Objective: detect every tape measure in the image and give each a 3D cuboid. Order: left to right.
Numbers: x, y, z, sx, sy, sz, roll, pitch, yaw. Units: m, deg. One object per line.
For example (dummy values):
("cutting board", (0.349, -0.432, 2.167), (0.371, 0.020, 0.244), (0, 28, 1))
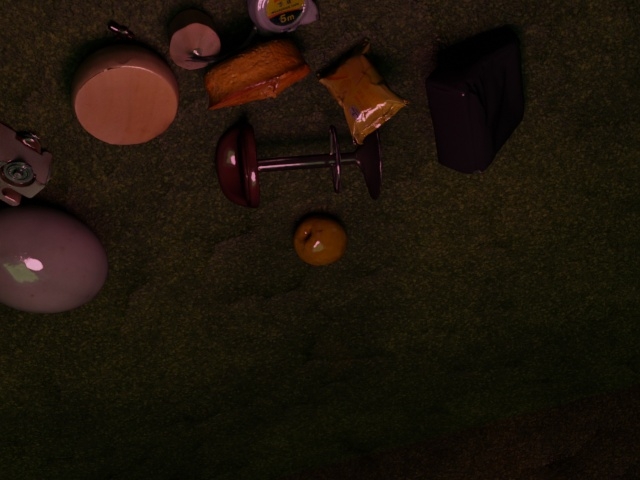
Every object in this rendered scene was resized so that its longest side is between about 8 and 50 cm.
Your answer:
("tape measure", (-0.165, -0.499, 1.828), (0.331, 0.084, 0.164), (-22, 130, -12))

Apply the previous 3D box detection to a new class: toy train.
("toy train", (-0.802, -0.217, 1.968), (0.159, 0.129, 0.326), (-33, 132, 27))

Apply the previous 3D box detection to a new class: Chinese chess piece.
("Chinese chess piece", (-0.455, -0.340, 1.930), (0.251, 0.097, 0.250), (-9, 141, -7))

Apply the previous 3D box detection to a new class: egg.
("egg", (-0.724, 0.048, 2.123), (0.276, 0.276, 0.389), (-38, 143, 22))

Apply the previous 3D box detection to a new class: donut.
("donut", (-0.149, -0.371, 1.896), (0.254, 0.253, 0.118), (-26, 94, 12))

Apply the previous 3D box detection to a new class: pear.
("pear", (0.000, 0.000, 2.342), (0.149, 0.148, 0.162), (-37, 152, 22))

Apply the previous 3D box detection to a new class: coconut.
("coconut", (-0.283, -0.447, 1.859), (0.116, 0.122, 0.116), (-6, 133, -6))

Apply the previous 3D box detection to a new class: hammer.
("hammer", (-0.500, -0.428, 1.905), (0.065, 0.021, 0.178), (30, 124, -33))

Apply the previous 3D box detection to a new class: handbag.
("handbag", (0.383, -0.361, 2.080), (0.178, 0.275, 0.301), (19, 148, 32))

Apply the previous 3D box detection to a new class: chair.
("chair", (-0.061, -0.194, 2.080), (0.401, 0.226, 0.226), (-5, 134, -7))

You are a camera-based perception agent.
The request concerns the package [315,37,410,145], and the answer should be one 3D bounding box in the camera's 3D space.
("package", (0.096, -0.359, 1.982), (0.168, 0.226, 0.090), (-36, 160, 15))
